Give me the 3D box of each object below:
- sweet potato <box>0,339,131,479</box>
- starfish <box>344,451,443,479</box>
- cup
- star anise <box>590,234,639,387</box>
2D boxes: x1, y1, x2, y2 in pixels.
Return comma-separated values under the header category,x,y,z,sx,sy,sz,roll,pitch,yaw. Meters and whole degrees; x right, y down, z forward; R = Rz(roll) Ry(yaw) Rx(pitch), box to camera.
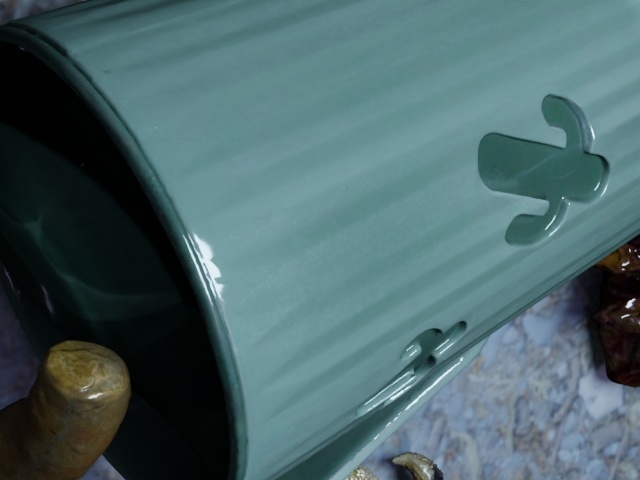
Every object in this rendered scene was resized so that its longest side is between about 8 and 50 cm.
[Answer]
category,x,y,z,sx,sy,sz,roll,pitch,yaw
sweet potato,-0.221,0.178,0.995,0.109,0.109,0.385,20,126,-33
starfish,0.054,0.280,1.282,0.216,0.071,0.238,3,108,-25
cup,-0.012,-0.021,1.058,0.392,0.401,0.310,-26,74,-27
star anise,0.281,0.012,1.306,0.190,0.126,0.220,-34,121,-14
